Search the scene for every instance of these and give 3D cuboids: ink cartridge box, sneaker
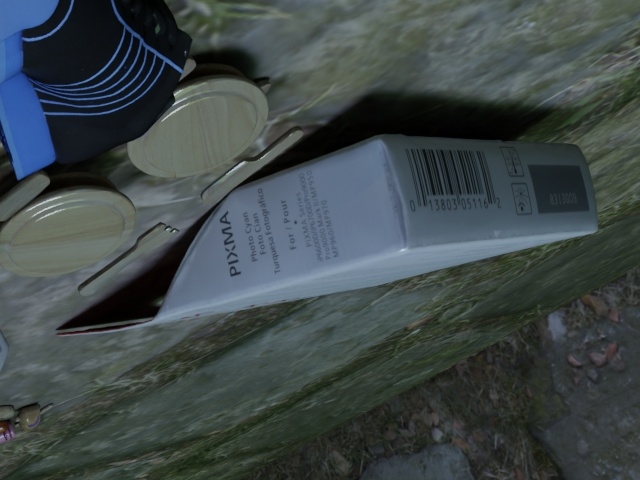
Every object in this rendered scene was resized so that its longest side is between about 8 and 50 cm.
[{"bbox_3d":[0.000,0.000,0.990,0.385,0.091,0.308,-14,175,38],"label":"ink cartridge box"},{"bbox_3d":[-0.099,-0.094,0.460,0.091,0.081,0.232,-23,172,-15],"label":"sneaker"}]

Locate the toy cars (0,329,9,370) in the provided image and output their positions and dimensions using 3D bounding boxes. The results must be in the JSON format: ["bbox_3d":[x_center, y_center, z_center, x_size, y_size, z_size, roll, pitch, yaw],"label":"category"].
[{"bbox_3d":[-0.292,0.143,0.649,0.394,0.087,0.176,-32,144,-66],"label":"toy cars"}]

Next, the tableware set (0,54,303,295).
[{"bbox_3d":[-0.116,-0.045,0.675,0.194,0.039,0.128,-35,151,17],"label":"tableware set"}]

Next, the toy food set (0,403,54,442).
[{"bbox_3d":[-0.335,0.196,1.190,0.078,0.019,0.122,-31,164,22],"label":"toy food set"}]
